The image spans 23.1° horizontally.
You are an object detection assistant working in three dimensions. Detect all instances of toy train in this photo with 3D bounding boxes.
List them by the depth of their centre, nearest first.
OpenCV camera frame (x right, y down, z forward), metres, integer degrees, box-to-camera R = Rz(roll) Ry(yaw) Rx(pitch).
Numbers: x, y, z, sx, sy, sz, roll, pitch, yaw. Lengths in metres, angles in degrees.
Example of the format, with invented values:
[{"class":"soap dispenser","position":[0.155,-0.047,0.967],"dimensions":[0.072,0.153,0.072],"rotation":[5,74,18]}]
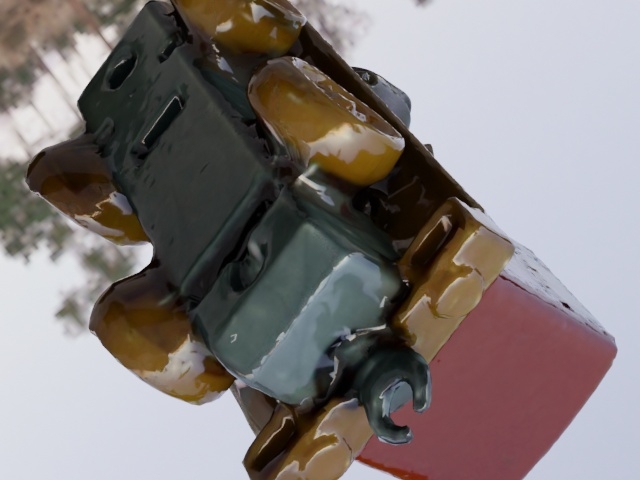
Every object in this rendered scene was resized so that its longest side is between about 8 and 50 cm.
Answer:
[{"class":"toy train","position":[0.000,0.000,0.800],"dimensions":[0.163,0.231,0.369],"rotation":[-51,-145,11]}]

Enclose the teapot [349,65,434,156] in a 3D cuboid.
[{"class":"teapot","position":[-0.001,-0.021,1.198],"dimensions":[0.182,0.269,0.173],"rotation":[-3,-136,1]}]
